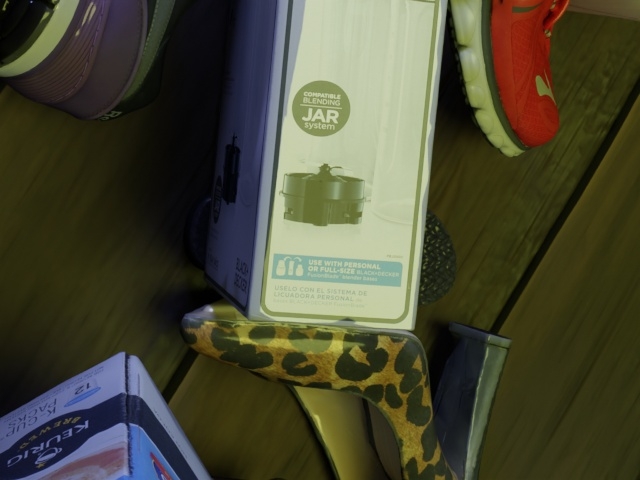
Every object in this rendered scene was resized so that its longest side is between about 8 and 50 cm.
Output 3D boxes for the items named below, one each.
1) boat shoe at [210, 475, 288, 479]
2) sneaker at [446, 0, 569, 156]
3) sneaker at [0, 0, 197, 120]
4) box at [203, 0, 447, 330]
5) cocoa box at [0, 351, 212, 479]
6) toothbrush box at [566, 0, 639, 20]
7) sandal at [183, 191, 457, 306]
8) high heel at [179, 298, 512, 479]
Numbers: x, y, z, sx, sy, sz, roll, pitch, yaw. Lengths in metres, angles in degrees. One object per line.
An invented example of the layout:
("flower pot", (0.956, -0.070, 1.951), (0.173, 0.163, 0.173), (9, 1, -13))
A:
("boat shoe", (-0.056, 0.169, 1.042), (0.095, 0.095, 0.257), (-46, 135, -23))
("sneaker", (0.127, -0.162, 1.035), (0.118, 0.107, 0.279), (-8, 133, 5))
("sneaker", (-0.087, -0.199, 0.938), (0.124, 0.107, 0.283), (28, 88, -50))
("box", (0.003, -0.108, 0.944), (0.087, 0.169, 0.290), (4, 94, -12))
("cocoa box", (-0.101, 0.279, 0.859), (0.231, 0.228, 0.347), (-28, 107, 3))
("toothbrush box", (0.257, -0.283, 1.138), (0.295, 0.126, 0.216), (-24, 115, -31))
("sandal", (0.000, 0.000, 1.076), (0.179, 0.040, 0.067), (8, 90, -23))
("high heel", (0.006, 0.131, 1.073), (0.261, 0.093, 0.186), (12, 94, -41))
